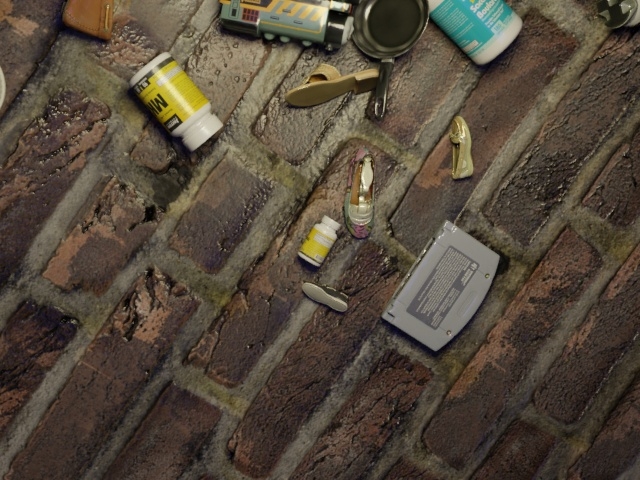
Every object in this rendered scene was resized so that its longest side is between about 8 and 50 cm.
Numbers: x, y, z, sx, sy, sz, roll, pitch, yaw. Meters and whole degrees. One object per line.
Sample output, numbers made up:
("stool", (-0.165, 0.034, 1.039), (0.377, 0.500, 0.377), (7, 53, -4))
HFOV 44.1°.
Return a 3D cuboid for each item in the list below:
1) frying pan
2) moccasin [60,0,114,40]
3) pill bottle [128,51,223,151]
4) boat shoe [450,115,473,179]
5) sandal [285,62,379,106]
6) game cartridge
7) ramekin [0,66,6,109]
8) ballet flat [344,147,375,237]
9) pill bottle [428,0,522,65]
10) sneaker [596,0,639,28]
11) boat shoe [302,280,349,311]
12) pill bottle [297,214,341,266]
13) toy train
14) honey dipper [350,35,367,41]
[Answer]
("frying pan", (0.179, -0.456, 1.817), (0.197, 0.053, 0.326), (-20, 80, 25))
("moccasin", (-0.449, -0.629, 1.722), (0.147, 0.139, 0.379), (16, 98, -16))
("pill bottle", (-0.325, -0.311, 1.796), (0.119, 0.119, 0.208), (-40, 101, -1))
("boat shoe", (0.339, -0.228, 1.939), (0.048, 0.056, 0.152), (-13, 107, -11))
("sandal", (0.021, -0.384, 1.872), (0.240, 0.088, 0.079), (-14, 68, -13))
("game cartridge", (0.310, 0.120, 1.984), (0.196, 0.060, 0.294), (34, 92, -8))
("ramekin", (-0.806, -0.341, 1.727), (0.207, 0.109, 0.207), (-1, 98, -8))
("ballet flat", (0.100, -0.112, 1.906), (0.077, 0.079, 0.221), (2, 98, -9))
("pill bottle", (0.335, -0.547, 1.846), (0.264, 0.146, 0.146), (41, 90, -12))
("sneaker", (0.731, -0.677, 1.913), (0.146, 0.122, 0.330), (-10, 92, -30))
("boat shoe", (0.014, 0.131, 1.948), (0.125, 0.038, 0.046), (26, 135, -6))
("pill bottle", (0.000, 0.000, 1.914), (0.065, 0.065, 0.116), (32, 92, -11))
("toy train", (-0.074, -0.543, 1.785), (0.334, 0.142, 0.190), (11, 102, -1))
("honey dipper", (0.059, -0.488, 1.876), (0.161, 0.030, 0.030), (18, 95, -14))
